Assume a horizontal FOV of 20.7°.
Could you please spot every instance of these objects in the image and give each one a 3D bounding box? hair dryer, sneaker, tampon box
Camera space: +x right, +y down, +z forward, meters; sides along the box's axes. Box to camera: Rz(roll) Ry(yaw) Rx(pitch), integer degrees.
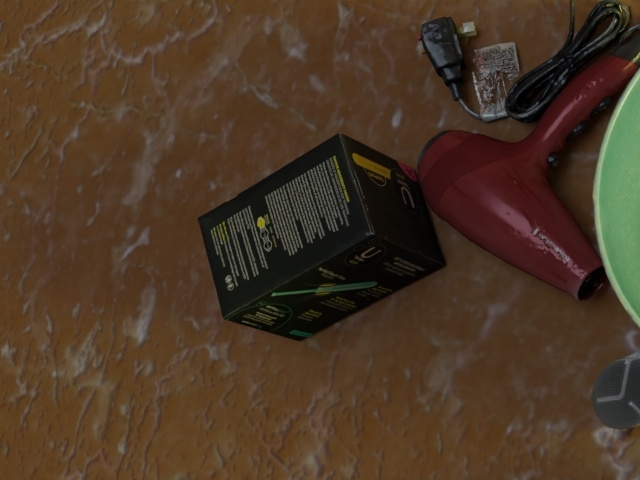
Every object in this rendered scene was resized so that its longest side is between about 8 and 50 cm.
[{"bbox_3d":[0.179,-0.089,1.421,0.224,0.080,0.293,-17,68,30],"label":"hair dryer"},{"bbox_3d":[0.268,0.096,1.325,0.152,0.061,0.053,-46,61,39],"label":"sneaker"},{"bbox_3d":[0.000,0.000,1.495,0.161,0.120,0.101,-29,62,25],"label":"tampon box"}]

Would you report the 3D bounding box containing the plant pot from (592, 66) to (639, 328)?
[{"bbox_3d":[0.355,-0.014,1.193,0.290,0.195,0.290,-8,71,25],"label":"plant pot"}]
